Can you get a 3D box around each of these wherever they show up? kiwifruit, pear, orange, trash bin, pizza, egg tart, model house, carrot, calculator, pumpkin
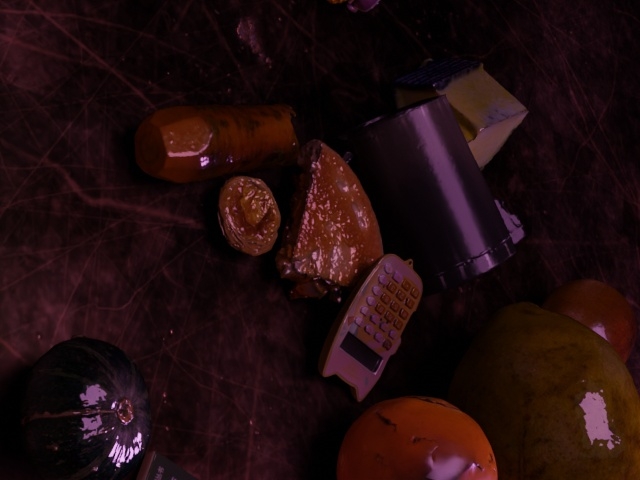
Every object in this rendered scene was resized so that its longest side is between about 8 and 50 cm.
[{"bbox_3d":[0.486,0.184,2.415,0.196,0.196,0.234,55,41,-18],"label":"kiwifruit"},{"bbox_3d":[0.370,0.307,2.140,0.352,0.352,0.413,17,44,-43],"label":"pear"},{"bbox_3d":[0.146,0.351,1.950,0.246,0.246,0.246,19,63,-42],"label":"orange"},{"bbox_3d":[0.180,-0.081,2.169,0.252,0.203,0.301,-26,96,-12],"label":"trash bin"},{"bbox_3d":[0.000,0.000,2.035,0.229,0.081,0.289,-40,113,-42],"label":"pizza"},{"bbox_3d":[-0.113,-0.034,1.949,0.130,0.052,0.130,20,61,-41],"label":"egg tart"},{"bbox_3d":[0.222,-0.230,2.343,0.211,0.170,0.194,48,45,14],"label":"model house"},{"bbox_3d":[-0.142,-0.147,1.916,0.302,0.114,0.114,-12,85,-49],"label":"carrot"},{"bbox_3d":[0.083,0.129,2.043,0.157,0.033,0.236,42,76,-45],"label":"calculator"},{"bbox_3d":[-0.291,0.215,1.597,0.190,0.146,0.190,-22,116,-55],"label":"pumpkin"}]

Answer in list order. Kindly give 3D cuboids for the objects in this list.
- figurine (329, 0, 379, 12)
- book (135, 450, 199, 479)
[{"bbox_3d":[0.049,-0.463,2.229,0.156,0.115,0.095,27,48,-36],"label":"figurine"},{"bbox_3d":[-0.169,0.435,1.742,0.264,0.027,0.202,41,51,-30],"label":"book"}]
